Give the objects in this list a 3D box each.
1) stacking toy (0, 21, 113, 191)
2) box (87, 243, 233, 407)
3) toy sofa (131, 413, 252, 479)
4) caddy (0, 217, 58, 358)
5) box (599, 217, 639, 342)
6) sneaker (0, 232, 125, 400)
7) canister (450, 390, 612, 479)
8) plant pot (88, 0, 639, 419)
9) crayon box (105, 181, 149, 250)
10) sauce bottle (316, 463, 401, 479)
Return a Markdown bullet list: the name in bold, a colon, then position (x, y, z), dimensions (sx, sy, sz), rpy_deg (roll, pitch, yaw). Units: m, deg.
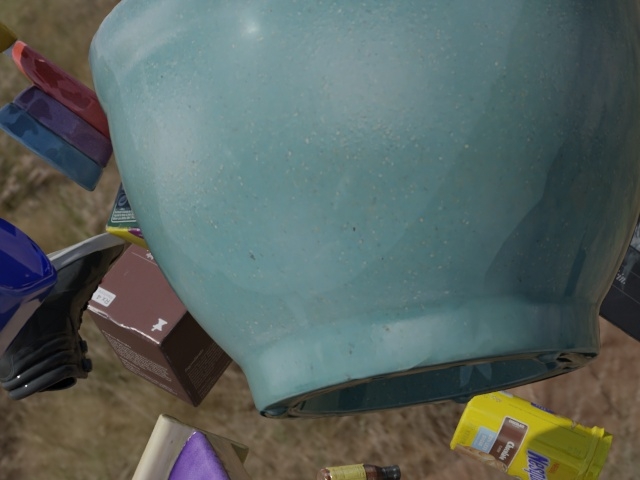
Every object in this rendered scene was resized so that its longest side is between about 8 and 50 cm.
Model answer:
- **stacking toy**: position (-0.367, -0.169, 1.406), dimensions (0.130, 0.309, 0.279), rpy_deg (-54, 41, -2)
- **box**: position (-0.237, 0.124, 2.102), dimensions (0.168, 0.203, 0.167), rpy_deg (25, 64, 28)
- **toy sofa**: position (-0.141, 0.311, 1.382), dimensions (0.150, 0.177, 0.362), rpy_deg (-66, 19, 5)
- **caddy**: position (-0.346, 0.034, 0.987), dimensions (0.179, 0.241, 0.341), rpy_deg (-49, 2, 2)
- **box**: position (0.415, -0.168, 1.719), dimensions (0.472, 0.480, 0.297), rpy_deg (-53, 28, 12)
- **sneaker**: position (-0.311, 0.093, 1.585), dimensions (0.104, 0.147, 0.296), rpy_deg (-22, 9, 32)
- **canister**: position (0.250, 0.243, 1.589), dimensions (0.126, 0.170, 0.073), rpy_deg (99, -164, -60)
- **plant pot**: position (0.039, -0.017, 0.679), dimensions (0.293, 0.293, 0.196), rpy_deg (-19, 74, 39)
- **crayon box**: position (0.000, 0.000, 1.385), dimensions (0.363, 0.313, 0.106), rpy_deg (-1, 69, 54)
- **sauce bottle**: position (0.059, 0.359, 2.000), dimensions (0.042, 0.128, 0.042), rpy_deg (180, 90, -67)
